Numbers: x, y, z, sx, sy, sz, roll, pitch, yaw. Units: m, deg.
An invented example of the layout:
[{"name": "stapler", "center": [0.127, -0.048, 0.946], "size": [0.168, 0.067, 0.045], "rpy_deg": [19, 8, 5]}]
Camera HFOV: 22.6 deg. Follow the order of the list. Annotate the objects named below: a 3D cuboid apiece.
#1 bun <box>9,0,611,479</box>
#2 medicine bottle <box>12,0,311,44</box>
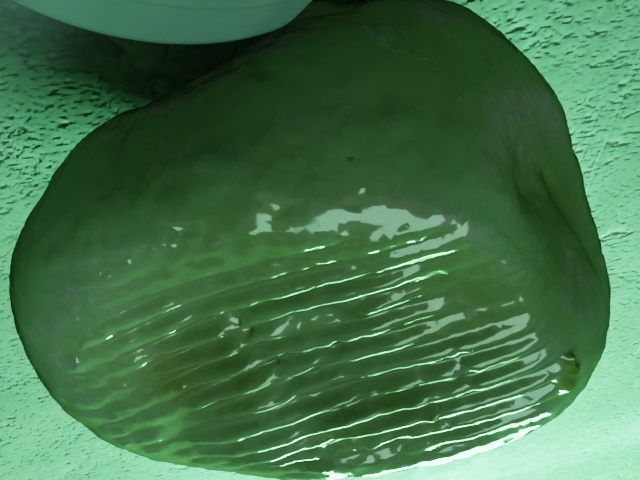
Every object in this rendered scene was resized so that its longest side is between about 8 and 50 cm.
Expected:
[{"name": "bun", "center": [0.000, 0.000, 0.962], "size": [0.361, 0.213, 0.361], "rpy_deg": [1, 139, 0]}, {"name": "medicine bottle", "center": [-0.025, -0.223, 0.653], "size": [0.179, 0.124, 0.324], "rpy_deg": [4, 148, -26]}]
